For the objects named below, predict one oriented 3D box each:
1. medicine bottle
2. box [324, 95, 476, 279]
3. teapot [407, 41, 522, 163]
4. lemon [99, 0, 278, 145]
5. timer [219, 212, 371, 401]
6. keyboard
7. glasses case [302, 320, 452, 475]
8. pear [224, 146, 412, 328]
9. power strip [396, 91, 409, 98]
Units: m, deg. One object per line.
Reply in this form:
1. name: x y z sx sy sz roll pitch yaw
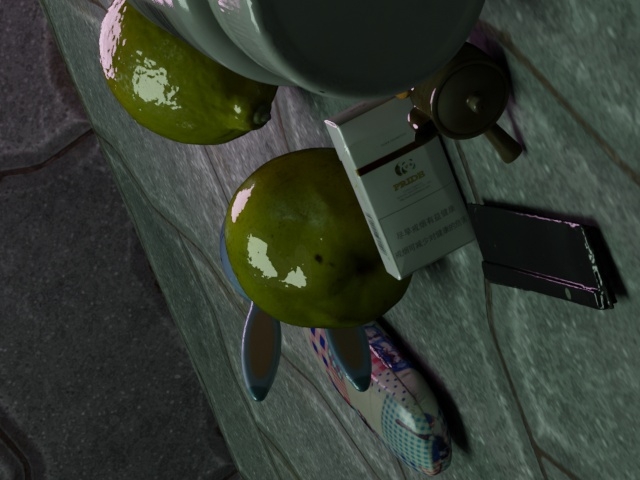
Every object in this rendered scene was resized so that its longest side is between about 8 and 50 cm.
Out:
1. medicine bottle: -0.028 -0.222 1.223 0.339 0.208 0.208 37 152 62
2. box: 0.071 -0.052 1.469 0.154 0.084 0.040 67 169 -20
3. teapot: 0.106 -0.095 1.267 0.110 0.085 0.080 47 -179 -38
4. lemon: -0.136 -0.191 1.799 0.248 0.184 0.184 53 164 35
5. timer: -0.027 0.031 1.792 0.255 0.175 0.175 -99 -8 -57
6. keyboard: 0.173 0.008 1.333 0.231 0.023 0.072 -164 55 -73
7. glasses case: 0.059 0.155 1.979 0.327 0.076 0.125 46 159 52
8. pear: 0.000 0.001 1.646 0.198 0.198 0.198 58 167 22
9. power strip: 0.055 -0.157 1.445 0.178 0.028 0.049 41 155 60
